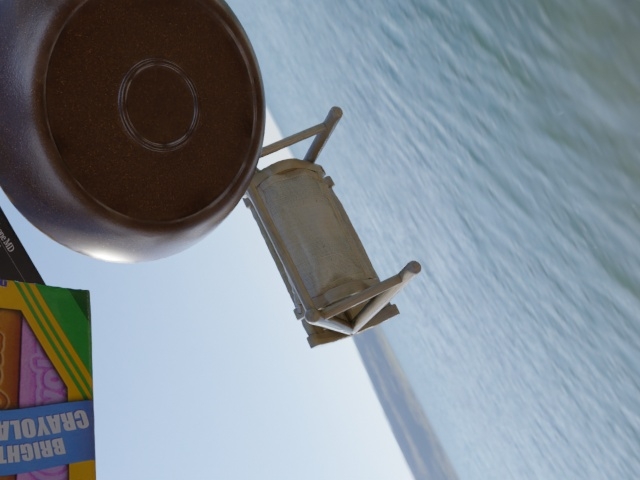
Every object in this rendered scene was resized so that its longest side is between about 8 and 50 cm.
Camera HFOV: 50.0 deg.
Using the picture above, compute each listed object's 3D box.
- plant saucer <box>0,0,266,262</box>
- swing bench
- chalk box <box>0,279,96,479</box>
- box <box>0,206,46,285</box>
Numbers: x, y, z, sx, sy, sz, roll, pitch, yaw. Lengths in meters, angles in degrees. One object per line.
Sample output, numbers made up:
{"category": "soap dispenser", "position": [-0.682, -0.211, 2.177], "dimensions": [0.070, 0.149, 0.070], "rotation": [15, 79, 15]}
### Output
{"category": "plant saucer", "position": [-0.164, -0.130, 0.663], "dimensions": [0.050, 0.310, 0.310], "rotation": [7, 134, 46]}
{"category": "swing bench", "position": [0.000, 0.000, 0.966], "dimensions": [0.254, 0.165, 0.253], "rotation": [94, 150, -71]}
{"category": "chalk box", "position": [-0.237, 0.180, 0.392], "dimensions": [0.179, 0.180, 0.289], "rotation": [11, -136, -32]}
{"category": "box", "position": [-0.408, 0.089, 0.772], "dimensions": [0.103, 0.184, 0.261], "rotation": [24, 143, 29]}
